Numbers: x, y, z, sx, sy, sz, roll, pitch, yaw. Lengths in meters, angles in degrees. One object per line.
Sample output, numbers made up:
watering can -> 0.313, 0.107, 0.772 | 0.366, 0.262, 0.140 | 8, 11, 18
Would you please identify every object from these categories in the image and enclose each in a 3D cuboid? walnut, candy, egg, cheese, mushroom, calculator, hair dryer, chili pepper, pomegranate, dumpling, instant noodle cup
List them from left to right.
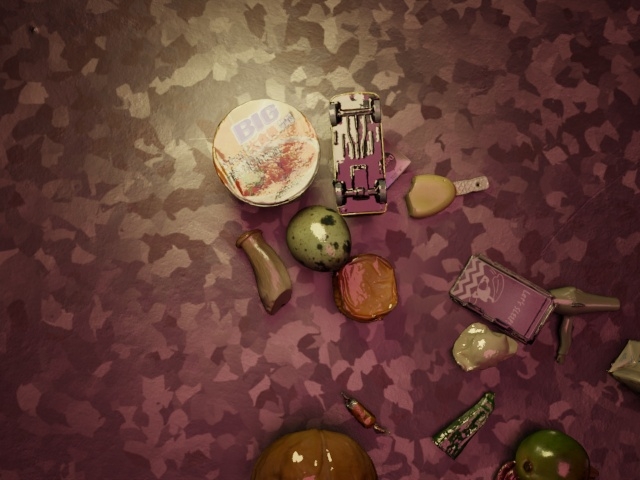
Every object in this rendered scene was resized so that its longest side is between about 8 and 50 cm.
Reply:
instant noodle cup -> -0.147, -0.224, 1.739 | 0.297, 0.214, 0.296 | 0, 86, -3
mushroom -> -0.150, 0.085, 1.776 | 0.096, 0.108, 0.246 | -24, 89, -45
walnut -> -0.014, 0.694, 1.625 | 0.354, 0.308, 0.397 | -3, 84, -2
egg -> 0.000, 0.000, 1.729 | 0.177, 0.228, 0.176 | -12, 124, -19
candy -> 0.119, 0.498, 1.777 | 0.182, 0.053, 0.046 | 42, 85, -1
cheese -> 0.374, -0.148, 1.846 | 0.256, 0.050, 0.127 | -14, 85, -6
chili pepper -> 0.424, 0.518, 1.791 | 0.088, 0.059, 0.227 | 43, 82, 5
dumpling -> 0.469, 0.300, 1.802 | 0.169, 0.100, 0.134 | -32, 51, 16
calculator -> 0.527, 0.167, 1.807 | 0.274, 0.028, 0.165 | 32, 89, 13
pomegranate -> 0.671, 0.640, 1.721 | 0.190, 0.159, 0.240 | -43, 98, -32
hair dryer -> 0.772, 0.231, 1.825 | 0.219, 0.088, 0.224 | -16, 96, 0

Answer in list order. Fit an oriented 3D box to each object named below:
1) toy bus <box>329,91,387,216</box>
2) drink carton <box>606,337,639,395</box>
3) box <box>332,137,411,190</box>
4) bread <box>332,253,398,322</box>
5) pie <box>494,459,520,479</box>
toy bus -> 0.102, -0.230, 1.714 | 0.145, 0.151, 0.330 | -4, 85, 5
drink carton -> 1.009, 0.430, 1.761 | 0.325, 0.194, 0.132 | 37, 86, 0
box -> 0.148, -0.197, 1.823 | 0.139, 0.073, 0.194 | 41, 84, 2
bread -> 0.123, 0.135, 1.782 | 0.199, 0.104, 0.199 | 0, 87, -7
pie -> 0.575, 0.700, 1.795 | 0.154, 0.038, 0.153 | 0, 83, -1
